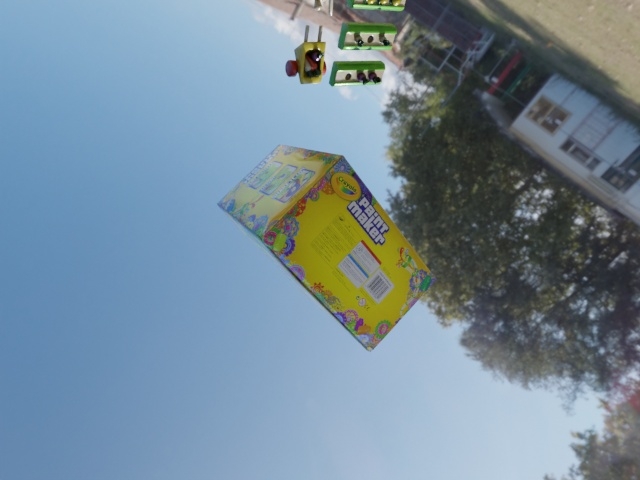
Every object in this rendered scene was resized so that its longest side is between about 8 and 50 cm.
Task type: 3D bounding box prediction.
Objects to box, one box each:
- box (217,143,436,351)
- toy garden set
[{"bbox_3d":[0.000,0.000,0.835,0.290,0.177,0.279,49,171,-28],"label":"box"},{"bbox_3d":[0.056,-0.364,0.759,0.203,0.244,0.049,-13,-132,-29],"label":"toy garden set"}]
